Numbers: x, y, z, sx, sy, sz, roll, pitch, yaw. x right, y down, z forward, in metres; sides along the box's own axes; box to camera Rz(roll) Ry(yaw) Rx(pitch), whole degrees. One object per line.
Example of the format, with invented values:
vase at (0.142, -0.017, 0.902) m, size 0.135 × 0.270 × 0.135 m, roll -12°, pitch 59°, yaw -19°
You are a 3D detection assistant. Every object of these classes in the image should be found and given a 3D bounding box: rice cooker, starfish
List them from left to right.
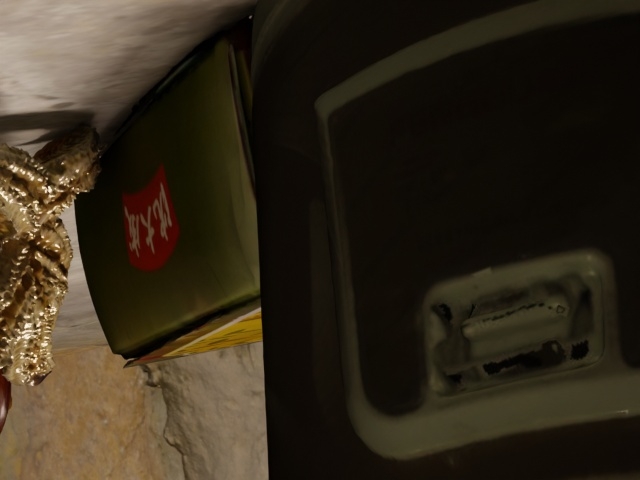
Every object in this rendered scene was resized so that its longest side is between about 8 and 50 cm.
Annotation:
starfish at (-0.168, 0.012, 0.930) m, size 0.071 × 0.216 × 0.238 m, roll 7°, pitch 152°, yaw 10°
rice cooker at (0.134, 0.005, 0.614) m, size 0.335 × 0.325 × 0.335 m, roll -1°, pitch 158°, yaw -1°

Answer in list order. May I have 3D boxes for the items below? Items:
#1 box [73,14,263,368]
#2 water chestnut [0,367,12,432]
box at (0.099, -0.044, 1.011) m, size 0.420 × 0.138 × 0.373 m, roll -10°, pitch 175°, yaw -21°
water chestnut at (-0.336, 0.124, 1.146) m, size 0.300 × 0.300 × 0.300 m, roll -11°, pitch 175°, yaw -1°
